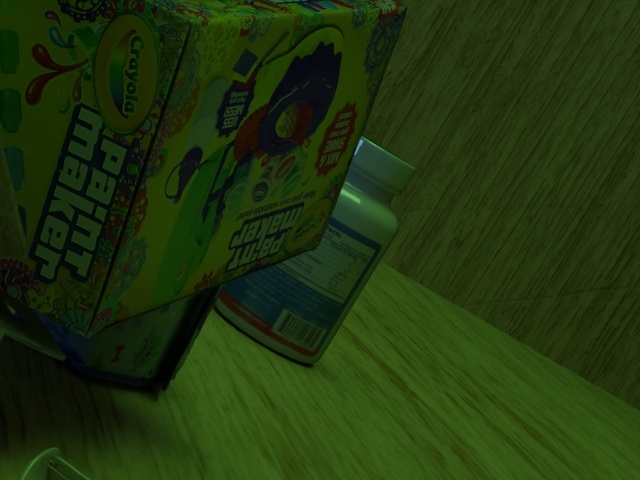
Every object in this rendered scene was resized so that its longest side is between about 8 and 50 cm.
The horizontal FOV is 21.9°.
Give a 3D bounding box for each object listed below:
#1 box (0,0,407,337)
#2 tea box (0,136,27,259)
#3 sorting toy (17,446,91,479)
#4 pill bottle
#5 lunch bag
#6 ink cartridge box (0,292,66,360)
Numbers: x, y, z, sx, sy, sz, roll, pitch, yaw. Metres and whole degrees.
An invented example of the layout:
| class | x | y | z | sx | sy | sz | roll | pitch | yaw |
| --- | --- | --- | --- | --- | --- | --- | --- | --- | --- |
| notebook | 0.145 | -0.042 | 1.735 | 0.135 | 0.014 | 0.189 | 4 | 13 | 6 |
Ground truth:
| class | x | y | z | sx | sy | sz | roll | pitch | yaw |
| --- | --- | --- | --- | --- | --- | --- | --- | --- | --- |
| box | -0.147 | -0.104 | 0.964 | 0.279 | 0.177 | 0.290 | 26 | 18 | 17 |
| tea box | -0.281 | -0.156 | 0.590 | 0.323 | 0.220 | 0.329 | 42 | -33 | 57 |
| sorting toy | -0.110 | 0.134 | 0.711 | 0.083 | 0.045 | 0.075 | 33 | 13 | 16 |
| pill bottle | 0.000 | 0.000 | 1.634 | 0.124 | 0.221 | 0.124 | 31 | 4 | -3 |
| lunch bag | -0.117 | 0.031 | 1.146 | 0.096 | 0.129 | 0.151 | 32 | 5 | 29 |
| ink cartridge box | -0.230 | 0.034 | 0.840 | 0.180 | 0.060 | 0.104 | 28 | 5 | -29 |
